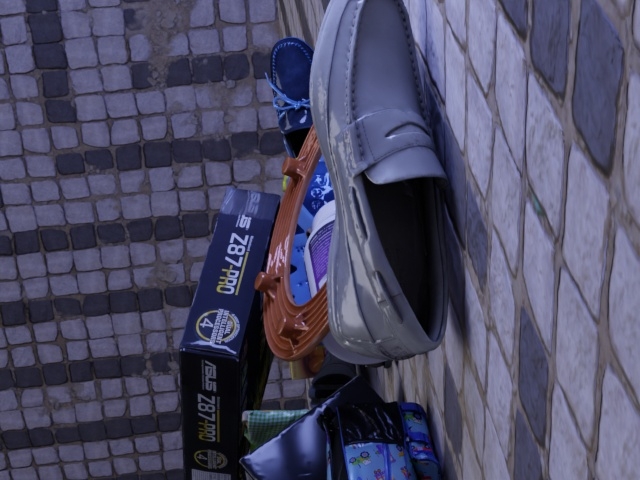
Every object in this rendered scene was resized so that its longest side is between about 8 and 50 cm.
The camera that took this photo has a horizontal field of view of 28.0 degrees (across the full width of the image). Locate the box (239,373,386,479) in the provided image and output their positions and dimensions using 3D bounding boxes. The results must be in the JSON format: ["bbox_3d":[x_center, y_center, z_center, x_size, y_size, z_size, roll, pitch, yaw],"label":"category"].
[{"bbox_3d":[0.006,0.306,1.599,0.103,0.184,0.261,44,158,24],"label":"box"}]

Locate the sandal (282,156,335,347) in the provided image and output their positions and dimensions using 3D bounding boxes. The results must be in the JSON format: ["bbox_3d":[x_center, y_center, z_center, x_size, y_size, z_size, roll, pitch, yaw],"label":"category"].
[{"bbox_3d":[0.000,0.000,1.864,0.138,0.126,0.317,106,157,-69],"label":"sandal"}]

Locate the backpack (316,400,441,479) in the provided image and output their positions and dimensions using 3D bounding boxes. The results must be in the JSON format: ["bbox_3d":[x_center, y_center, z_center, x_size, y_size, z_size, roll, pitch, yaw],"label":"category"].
[{"bbox_3d":[0.064,0.264,1.294,0.173,0.117,0.158,-102,7,-61],"label":"backpack"}]

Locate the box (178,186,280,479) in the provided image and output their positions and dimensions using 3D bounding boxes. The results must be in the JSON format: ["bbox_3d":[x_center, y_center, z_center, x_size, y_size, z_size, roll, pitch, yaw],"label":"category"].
[{"bbox_3d":[-0.136,0.167,1.957,0.395,0.097,0.318,94,-175,-47],"label":"box"}]

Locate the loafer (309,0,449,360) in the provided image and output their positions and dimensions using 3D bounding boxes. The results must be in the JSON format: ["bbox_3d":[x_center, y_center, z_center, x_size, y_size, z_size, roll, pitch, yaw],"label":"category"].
[{"bbox_3d":[0.061,-0.060,1.074,0.111,0.112,0.319,-4,91,51],"label":"loafer"}]

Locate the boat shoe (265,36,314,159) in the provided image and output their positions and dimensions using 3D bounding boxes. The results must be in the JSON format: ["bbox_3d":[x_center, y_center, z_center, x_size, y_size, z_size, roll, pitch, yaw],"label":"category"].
[{"bbox_3d":[-0.015,-0.188,1.994,0.089,0.109,0.258,-65,-43,-68],"label":"boat shoe"}]

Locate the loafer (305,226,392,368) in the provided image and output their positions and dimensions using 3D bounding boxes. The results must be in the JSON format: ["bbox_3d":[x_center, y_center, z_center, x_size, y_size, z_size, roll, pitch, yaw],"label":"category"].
[{"bbox_3d":[0.036,0.068,1.647,0.267,0.084,0.096,-101,6,-51],"label":"loafer"}]

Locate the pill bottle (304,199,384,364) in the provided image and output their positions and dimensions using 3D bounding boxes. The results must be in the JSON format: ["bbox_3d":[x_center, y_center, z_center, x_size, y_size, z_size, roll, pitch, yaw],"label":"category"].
[{"bbox_3d":[0.039,0.035,1.372,0.193,0.108,0.108,-102,7,-57],"label":"pill bottle"}]

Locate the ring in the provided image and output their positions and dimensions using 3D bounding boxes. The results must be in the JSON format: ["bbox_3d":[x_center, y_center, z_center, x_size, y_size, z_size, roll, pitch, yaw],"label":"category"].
[{"bbox_3d":[0.000,-0.040,1.330,0.336,0.032,0.336,-161,90,-72],"label":"ring"}]

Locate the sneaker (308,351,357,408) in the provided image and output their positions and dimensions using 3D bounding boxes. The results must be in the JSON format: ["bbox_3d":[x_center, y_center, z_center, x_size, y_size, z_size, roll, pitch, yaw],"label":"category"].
[{"bbox_3d":[0.028,0.312,2.124,0.118,0.110,0.292,-87,2,-62],"label":"sneaker"}]

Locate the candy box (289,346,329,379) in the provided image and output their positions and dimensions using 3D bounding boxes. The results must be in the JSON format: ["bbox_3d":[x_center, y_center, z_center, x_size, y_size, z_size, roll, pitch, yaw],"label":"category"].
[{"bbox_3d":[-0.007,0.143,2.239,0.053,0.109,0.187,-133,38,-83],"label":"candy box"}]

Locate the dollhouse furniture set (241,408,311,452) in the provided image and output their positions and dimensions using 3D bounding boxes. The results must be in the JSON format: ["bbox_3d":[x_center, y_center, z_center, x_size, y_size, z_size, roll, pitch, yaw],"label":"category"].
[{"bbox_3d":[-0.007,0.318,1.840,0.301,0.197,0.151,101,164,-79],"label":"dollhouse furniture set"}]
